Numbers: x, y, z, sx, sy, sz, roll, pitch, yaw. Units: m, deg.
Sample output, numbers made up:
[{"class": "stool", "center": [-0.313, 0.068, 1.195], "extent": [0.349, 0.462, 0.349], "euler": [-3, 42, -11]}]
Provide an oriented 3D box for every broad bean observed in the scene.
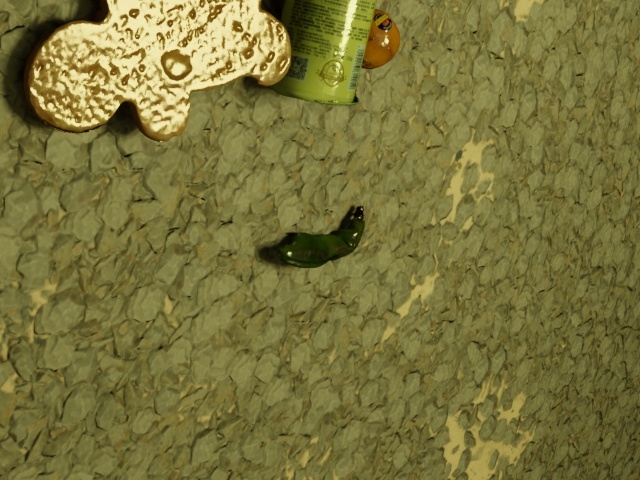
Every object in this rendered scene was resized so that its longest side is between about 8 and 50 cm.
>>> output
[{"class": "broad bean", "center": [0.003, 0.007, 1.621], "extent": [0.195, 0.046, 0.061], "euler": [-28, 114, -45]}]

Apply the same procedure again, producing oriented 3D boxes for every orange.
[{"class": "orange", "center": [0.067, -0.274, 1.546], "extent": [0.083, 0.083, 0.083], "euler": [-23, 122, -41]}]

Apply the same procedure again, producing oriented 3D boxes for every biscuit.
[{"class": "biscuit", "center": [-0.188, -0.225, 1.293], "extent": [0.340, 0.047, 0.216], "euler": [-32, 121, -28]}]

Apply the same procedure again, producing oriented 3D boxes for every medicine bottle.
[{"class": "medicine bottle", "center": [0.011, -0.295, 1.441], "extent": [0.124, 0.124, 0.239], "euler": [-1, 107, -49]}]
